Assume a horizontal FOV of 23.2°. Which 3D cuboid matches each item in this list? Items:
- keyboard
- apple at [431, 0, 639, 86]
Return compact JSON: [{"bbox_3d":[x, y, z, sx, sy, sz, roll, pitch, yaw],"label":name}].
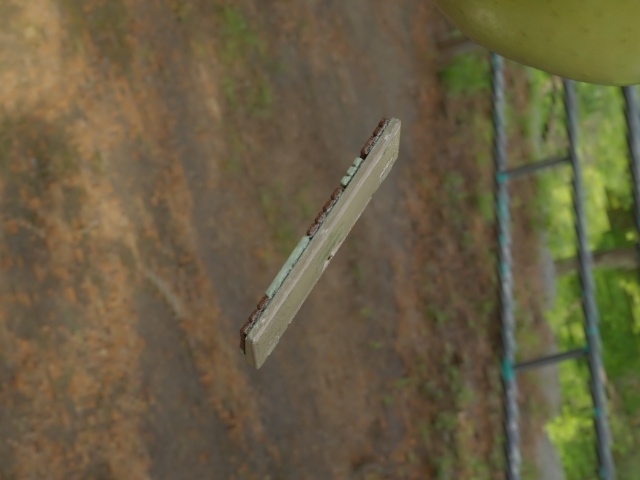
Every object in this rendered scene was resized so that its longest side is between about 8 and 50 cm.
[{"bbox_3d":[0.000,0.000,0.936,0.166,0.017,0.055,-56,167,-18],"label":"keyboard"},{"bbox_3d":[0.273,-0.390,1.492,0.473,0.473,0.474,-17,90,-72],"label":"apple"}]
